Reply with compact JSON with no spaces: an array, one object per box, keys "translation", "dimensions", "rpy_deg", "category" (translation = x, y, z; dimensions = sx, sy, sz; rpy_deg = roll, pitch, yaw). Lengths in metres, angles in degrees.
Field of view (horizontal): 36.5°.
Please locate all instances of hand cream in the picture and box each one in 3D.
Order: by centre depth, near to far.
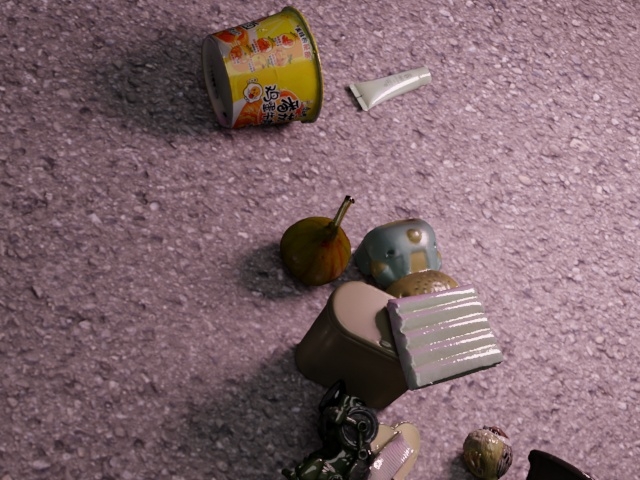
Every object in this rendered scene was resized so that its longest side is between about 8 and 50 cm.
[{"translation":[0.171,-0.369,2.320],"dimensions":[0.204,0.050,0.078],"rpy_deg":[-21,74,-24],"category":"hand cream"}]

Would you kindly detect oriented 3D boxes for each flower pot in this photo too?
[{"translation":[0.466,0.538,1.833],"dimensions":[0.269,0.269,0.166],"rpy_deg":[38,79,3],"category":"flower pot"}]

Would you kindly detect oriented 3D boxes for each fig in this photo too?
[{"translation":[0.006,0.014,1.965],"dimensions":[0.148,0.186,0.142],"rpy_deg":[-30,93,-23],"category":"fig"}]

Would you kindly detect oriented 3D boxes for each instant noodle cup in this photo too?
[{"translation":[-0.133,-0.362,2.091],"dimensions":[0.200,0.264,0.264],"rpy_deg":[-14,68,-19],"category":"instant noodle cup"}]

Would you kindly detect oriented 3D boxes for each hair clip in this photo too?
[{"translation":[0.129,0.432,1.836],"dimensions":[0.159,0.071,0.218],"rpy_deg":[55,45,-9],"category":"hair clip"}]

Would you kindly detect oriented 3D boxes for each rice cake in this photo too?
[{"translation":[0.223,0.170,1.751],"dimensions":[0.198,0.037,0.189],"rpy_deg":[-3,63,-24],"category":"rice cake"}]

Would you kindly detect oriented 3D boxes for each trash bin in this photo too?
[{"translation":[0.092,0.208,1.849],"dimensions":[0.243,0.247,0.121],"rpy_deg":[26,56,-5],"category":"trash bin"}]

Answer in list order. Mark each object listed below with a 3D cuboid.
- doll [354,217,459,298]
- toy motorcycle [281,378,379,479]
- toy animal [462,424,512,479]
[{"translation":[0.195,0.091,2.005],"dimensions":[0.177,0.161,0.261],"rpy_deg":[-6,62,-25],"category":"doll"},{"translation":[0.010,0.389,1.763],"dimensions":[0.127,0.205,0.275],"rpy_deg":[29,75,-6],"category":"toy motorcycle"},{"translation":[0.341,0.433,1.914],"dimensions":[0.098,0.098,0.137],"rpy_deg":[-22,88,-29],"category":"toy animal"}]
